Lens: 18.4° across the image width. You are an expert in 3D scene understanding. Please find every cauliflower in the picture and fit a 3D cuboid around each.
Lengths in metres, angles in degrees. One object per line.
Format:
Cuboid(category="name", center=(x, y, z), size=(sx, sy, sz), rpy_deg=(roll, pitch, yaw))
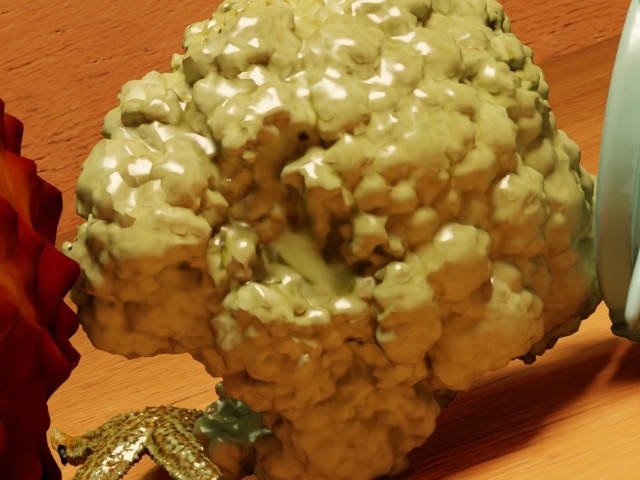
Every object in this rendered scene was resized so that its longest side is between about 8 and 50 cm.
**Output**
Cuboid(category="cauliflower", center=(0.008, 0.009, 1.035), size=(0.327, 0.260, 0.281), rpy_deg=(4, -33, -24))

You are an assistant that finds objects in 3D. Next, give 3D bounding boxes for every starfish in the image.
Cuboid(category="starfish", center=(-0.077, 0.121, 1.135), size=(0.176, 0.053, 0.208), rpy_deg=(-11, 12, -8))

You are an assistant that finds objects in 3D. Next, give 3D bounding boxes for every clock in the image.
Cuboid(category="clock", center=(0.209, -0.052, 1.026), size=(0.094, 0.223, 0.274), rpy_deg=(9, 26, 18))

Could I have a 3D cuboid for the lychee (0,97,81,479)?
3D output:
Cuboid(category="lychee", center=(-0.318, 0.038, 0.855), size=(0.425, 0.424, 0.500), rpy_deg=(-21, 43, -11))
